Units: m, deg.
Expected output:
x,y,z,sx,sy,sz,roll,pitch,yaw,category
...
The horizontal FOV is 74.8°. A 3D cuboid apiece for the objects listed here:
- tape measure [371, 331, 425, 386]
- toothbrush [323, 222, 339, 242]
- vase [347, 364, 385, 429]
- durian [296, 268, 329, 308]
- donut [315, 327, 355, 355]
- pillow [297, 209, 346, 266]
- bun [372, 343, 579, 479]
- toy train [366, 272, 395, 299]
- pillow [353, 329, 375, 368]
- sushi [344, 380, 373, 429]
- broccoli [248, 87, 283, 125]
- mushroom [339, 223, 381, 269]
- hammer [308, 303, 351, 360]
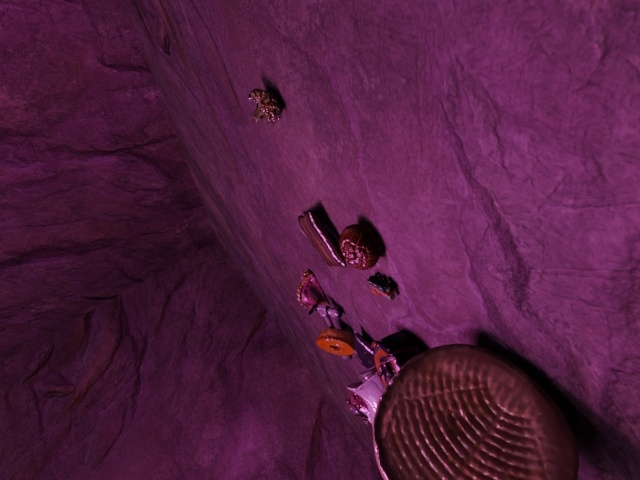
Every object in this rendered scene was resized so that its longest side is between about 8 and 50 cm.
x,y,z,sx,sy,sz,roll,pitch,yaw,category
0.240,0.379,1.233,0.202,0.135,0.222,51,157,47,tape measure
0.066,0.007,1.276,0.193,0.013,0.019,47,152,29,toothbrush
0.267,0.640,1.409,0.445,0.250,0.250,61,163,13,vase
-0.059,0.223,1.793,0.186,0.108,0.119,62,161,-13,durian
0.071,0.421,1.741,0.162,0.065,0.178,39,144,-24,donut
0.000,0.000,1.365,0.208,0.052,0.212,58,167,-5,pillow
0.296,0.400,0.838,0.364,0.364,0.202,42,167,40,bun
0.171,0.131,1.162,0.064,0.044,0.103,63,164,-23,toy train
0.179,0.437,1.607,0.141,0.055,0.208,38,154,32,pillow
0.239,0.680,1.663,0.270,0.171,0.236,30,147,46,sushi
-0.154,-0.363,1.135,0.097,0.092,0.095,47,-179,-25,broccoli
0.101,0.018,1.091,0.126,0.085,0.109,52,161,3,mushroom
0.073,0.411,1.815,0.152,0.044,0.426,5,139,30,hammer
